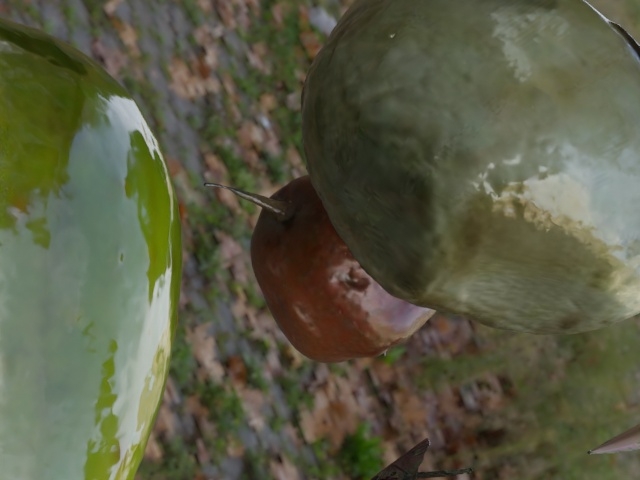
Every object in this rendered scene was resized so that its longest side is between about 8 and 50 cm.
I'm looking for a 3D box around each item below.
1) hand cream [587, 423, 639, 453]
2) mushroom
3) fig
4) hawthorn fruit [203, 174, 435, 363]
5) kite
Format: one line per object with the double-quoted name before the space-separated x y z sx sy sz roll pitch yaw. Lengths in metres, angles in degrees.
"hand cream" 0.353 0.200 1.435 0.061 0.143 0.039 -4 72 -48
"mushroom" 0.101 -0.048 0.847 0.164 0.189 0.267 -30 93 -34
"fig" -0.197 0.044 0.709 0.258 0.258 0.326 13 68 -67
"hawthorn fruit" 0.018 0.005 1.026 0.149 0.149 0.189 -85 158 -56
"kite" 0.113 0.273 1.597 0.005 0.152 0.137 61 29 -22
